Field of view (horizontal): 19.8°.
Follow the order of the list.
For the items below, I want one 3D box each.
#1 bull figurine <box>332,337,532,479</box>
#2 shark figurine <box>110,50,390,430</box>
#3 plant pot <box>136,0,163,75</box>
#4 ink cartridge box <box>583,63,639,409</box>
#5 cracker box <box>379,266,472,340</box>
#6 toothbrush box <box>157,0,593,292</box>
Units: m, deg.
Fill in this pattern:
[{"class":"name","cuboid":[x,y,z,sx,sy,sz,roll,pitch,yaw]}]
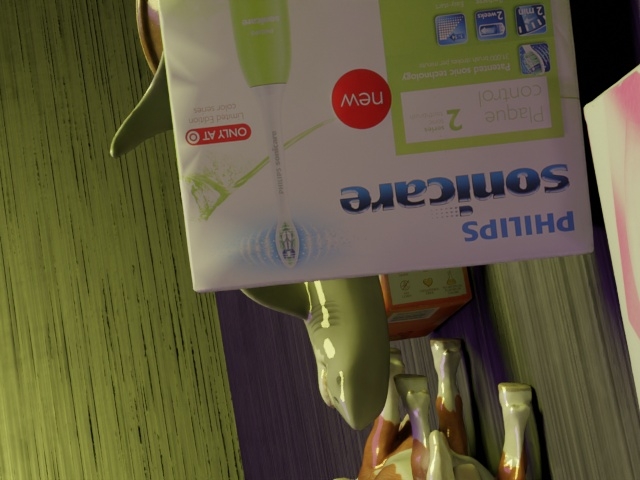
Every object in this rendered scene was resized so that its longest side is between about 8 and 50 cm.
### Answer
[{"class":"bull figurine","cuboid":[0.074,0.173,1.284,0.310,0.101,0.188,-157,66,-74]},{"class":"shark figurine","cuboid":[-0.008,-0.023,1.233,0.278,0.116,0.166,54,-156,1]},{"class":"plant pot","cuboid":[-0.008,-0.158,1.230,0.165,0.167,0.167,10,111,43]},{"class":"ink cartridge box","cuboid":[0.176,0.083,0.709,0.330,0.071,0.324,134,128,-76]},{"class":"cracker box","cuboid":[0.047,-0.049,1.380,0.156,0.067,0.232,122,140,-75]},{"class":"toothbrush box","cuboid":[0.026,-0.128,0.955,0.122,0.206,0.283,-53,-43,-80]}]
